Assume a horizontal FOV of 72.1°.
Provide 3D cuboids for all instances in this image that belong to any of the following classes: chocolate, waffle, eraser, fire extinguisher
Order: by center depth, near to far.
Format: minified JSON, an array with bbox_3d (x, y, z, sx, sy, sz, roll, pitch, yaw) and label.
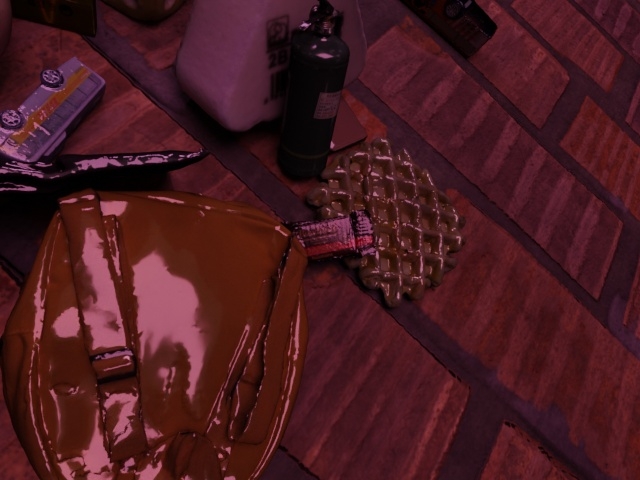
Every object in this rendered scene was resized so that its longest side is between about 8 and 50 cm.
[{"bbox_3d":[-0.010,-0.242,0.691,0.093,0.294,0.118,30,49,15],"label":"fire extinguisher"},{"bbox_3d":[-0.088,-0.323,0.720,0.331,0.331,0.150,-29,62,-30],"label":"eraser"},{"bbox_3d":[0.000,0.000,0.723,0.183,0.028,0.085,-12,89,-6],"label":"chocolate"},{"bbox_3d":[0.137,-0.047,0.821,0.292,0.056,0.309,-37,87,-30],"label":"waffle"}]

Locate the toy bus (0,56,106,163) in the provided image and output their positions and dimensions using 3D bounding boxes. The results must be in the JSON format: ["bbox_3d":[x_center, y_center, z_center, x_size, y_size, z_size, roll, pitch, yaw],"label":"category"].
[{"bbox_3d":[-0.392,-0.179,0.634,0.075,0.064,0.190,34,60,-23],"label":"toy bus"}]

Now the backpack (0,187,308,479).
[{"bbox_3d":[-0.186,0.116,0.527,0.354,0.201,0.377,15,62,-19],"label":"backpack"}]

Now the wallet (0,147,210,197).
[{"bbox_3d":[-0.321,-0.076,0.527,0.323,0.247,0.041,-14,102,-28],"label":"wallet"}]

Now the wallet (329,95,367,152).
[{"bbox_3d":[0.016,-0.245,0.855,0.118,0.039,0.152,-30,85,-32],"label":"wallet"}]

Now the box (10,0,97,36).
[{"bbox_3d":[-0.396,-0.393,0.637,0.122,0.193,0.030,7,65,-21],"label":"box"}]

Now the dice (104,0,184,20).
[{"bbox_3d":[-0.303,-0.499,0.735,0.169,0.169,0.166,33,60,-9],"label":"dice"}]

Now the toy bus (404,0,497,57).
[{"bbox_3d":[0.257,-0.624,1.080,0.409,0.092,0.093,39,57,-6],"label":"toy bus"}]

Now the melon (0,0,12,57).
[{"bbox_3d":[-0.542,-0.340,0.534,0.317,0.223,0.223,40,60,-6],"label":"melon"}]
